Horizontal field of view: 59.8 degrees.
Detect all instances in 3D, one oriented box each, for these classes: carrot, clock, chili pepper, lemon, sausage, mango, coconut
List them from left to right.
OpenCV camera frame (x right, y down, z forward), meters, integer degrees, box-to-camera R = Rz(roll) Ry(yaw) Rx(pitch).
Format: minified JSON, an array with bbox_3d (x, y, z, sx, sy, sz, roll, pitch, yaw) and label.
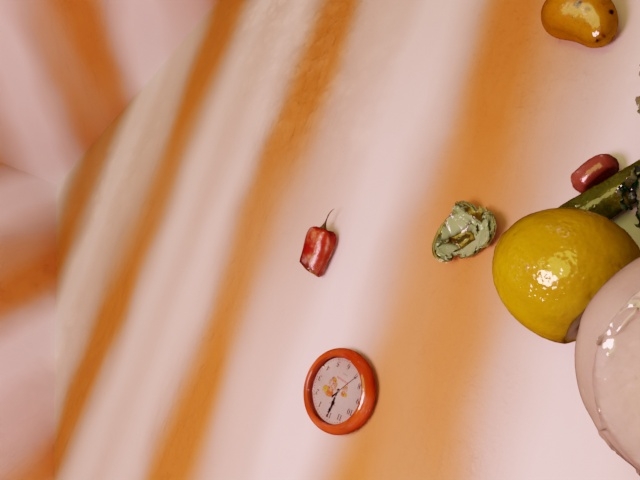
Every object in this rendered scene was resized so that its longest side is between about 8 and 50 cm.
[{"bbox_3d":[0.000,0.000,1.528,0.086,0.084,0.192,22,89,13],"label":"chili pepper"},{"bbox_3d":[0.044,0.363,1.345,0.205,0.051,0.205,-17,61,35],"label":"clock"},{"bbox_3d":[0.327,-0.021,1.255,0.158,0.055,0.133,-19,59,34],"label":"coconut"},{"bbox_3d":[0.426,0.048,1.001,0.240,0.240,0.219,-51,55,13],"label":"lemon"},{"bbox_3d":[0.570,-0.493,1.220,0.178,0.090,0.115,41,110,41],"label":"mango"},{"bbox_3d":[0.543,-0.134,1.106,0.094,0.059,0.054,-44,35,25],"label":"sausage"},{"bbox_3d":[0.601,-0.118,1.043,0.358,0.074,0.074,-36,51,22],"label":"carrot"}]

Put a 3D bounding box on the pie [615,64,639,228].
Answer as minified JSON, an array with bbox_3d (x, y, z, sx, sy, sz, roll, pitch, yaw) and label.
[{"bbox_3d":[0.638,-0.156,0.880,0.296,0.078,0.371,13,125,36],"label":"pie"}]

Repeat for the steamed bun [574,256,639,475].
[{"bbox_3d":[0.564,0.172,0.796,0.374,0.241,0.374,3,98,20],"label":"steamed bun"}]
